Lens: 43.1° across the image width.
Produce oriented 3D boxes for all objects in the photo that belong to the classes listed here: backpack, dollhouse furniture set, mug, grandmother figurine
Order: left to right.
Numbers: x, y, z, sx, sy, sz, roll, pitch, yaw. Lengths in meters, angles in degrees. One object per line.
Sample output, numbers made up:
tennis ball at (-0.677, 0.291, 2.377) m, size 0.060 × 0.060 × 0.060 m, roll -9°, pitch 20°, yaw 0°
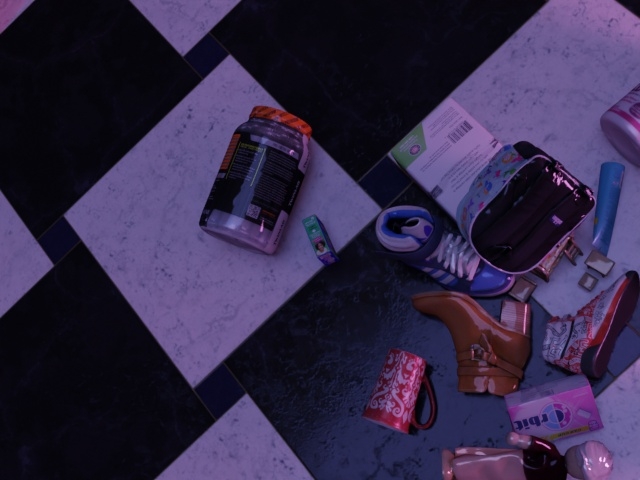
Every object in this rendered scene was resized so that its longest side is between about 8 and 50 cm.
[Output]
mug at (0.186, 0.347, 1.854) m, size 0.113 × 0.150 × 0.169 m, roll 0°, pitch 67°, yaw 55°
backpack at (0.419, -0.065, 1.732) m, size 0.253 × 0.225 × 0.191 m, roll -52°, pitch 24°, yaw 10°
grandmother figurine at (0.431, 0.470, 1.695) m, size 0.342 × 0.208 × 0.104 m, roll -9°, pitch 43°, yaw 18°
dollhouse furniture set at (0.533, 0.081, 1.801) m, size 0.161 × 0.101 × 0.182 m, roll 33°, pitch 87°, yaw 23°

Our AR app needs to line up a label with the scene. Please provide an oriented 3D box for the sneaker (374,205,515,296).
sneaker at (0.273, 0.021, 1.827) m, size 0.323 × 0.236 × 0.130 m, roll 22°, pitch 83°, yaw 22°

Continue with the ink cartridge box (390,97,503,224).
ink cartridge box at (0.334, -0.170, 1.927) m, size 0.198 × 0.115 × 0.273 m, roll -42°, pitch 67°, yaw 3°

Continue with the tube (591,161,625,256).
tube at (0.646, -0.074, 1.828) m, size 0.052 × 0.080 × 0.207 m, roll -3°, pitch 68°, yaw 48°

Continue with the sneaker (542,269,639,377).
sneaker at (0.583, 0.165, 1.767) m, size 0.145 × 0.090 × 0.270 m, roll 11°, pitch 59°, yaw 44°

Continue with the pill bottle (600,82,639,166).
pill bottle at (0.781, -0.307, 1.798) m, size 0.283 × 0.160 × 0.160 m, roll -40°, pitch 67°, yaw 3°

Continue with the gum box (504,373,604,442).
gum box at (0.491, 0.366, 1.731) m, size 0.188 × 0.062 × 0.107 m, roll -19°, pitch 105°, yaw 12°

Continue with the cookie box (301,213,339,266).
cookie box at (0.000, 0.000, 2.000) m, size 0.040 × 0.092 × 0.107 m, roll -26°, pitch 69°, yaw 6°

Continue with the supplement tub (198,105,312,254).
supplement tub at (-0.153, -0.150, 2.028) m, size 0.207 × 0.207 × 0.338 m, roll 18°, pitch 82°, yaw 21°

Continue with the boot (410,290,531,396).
boot at (0.329, 0.233, 1.836) m, size 0.283 × 0.109 × 0.220 m, roll 9°, pitch 82°, yaw 12°
